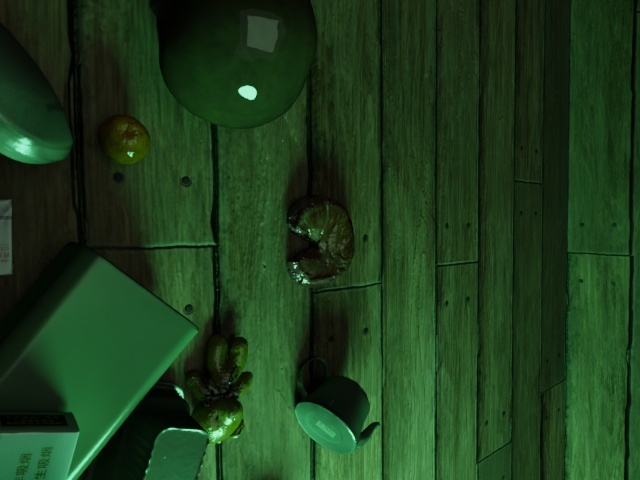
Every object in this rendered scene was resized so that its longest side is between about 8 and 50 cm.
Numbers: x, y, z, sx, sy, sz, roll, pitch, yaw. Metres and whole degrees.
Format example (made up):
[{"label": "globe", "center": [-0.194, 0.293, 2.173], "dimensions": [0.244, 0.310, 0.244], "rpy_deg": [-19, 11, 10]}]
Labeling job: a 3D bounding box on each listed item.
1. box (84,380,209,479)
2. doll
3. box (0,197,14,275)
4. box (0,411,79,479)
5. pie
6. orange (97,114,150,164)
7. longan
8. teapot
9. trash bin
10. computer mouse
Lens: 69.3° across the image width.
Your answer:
[{"label": "box", "center": [-0.288, 0.387, 0.772], "dimensions": [0.138, 0.178, 0.273], "rpy_deg": [22, 78, -40]}, {"label": "doll", "center": [-0.191, 0.293, 0.910], "dimensions": [0.137, 0.097, 0.209], "rpy_deg": [10, 80, -35]}, {"label": "box", "center": [-0.483, -0.005, 0.681], "dimensions": [0.051, 0.036, 0.116], "rpy_deg": [-3, 94, -40]}, {"label": "box", "center": [-0.433, 0.282, 0.536], "dimensions": [0.243, 0.067, 0.155], "rpy_deg": [18, 83, -36]}, {"label": "pie", "center": [0.000, 0.000, 1.089], "dimensions": [0.205, 0.054, 0.218], "rpy_deg": [-21, 105, -38]}, {"label": "orange", "center": [-0.332, -0.170, 0.785], "dimensions": [0.084, 0.070, 0.083], "rpy_deg": [9, 73, -31]}, {"label": "longan", "center": [-0.147, -0.348, 0.799], "dimensions": [0.298, 0.298, 0.296], "rpy_deg": [-2, 93, -41]}, {"label": "teapot", "center": [0.041, 0.379, 1.087], "dimensions": [0.239, 0.162, 0.149], "rpy_deg": [46, 49, 1]}, {"label": "trash bin", "center": [-0.389, 0.202, 0.696], "dimensions": [0.223, 0.158, 0.343], "rpy_deg": [46, 68, -31]}, {"label": "computer mouse", "center": [-0.447, -0.250, 0.607], "dimensions": [0.095, 0.197, 0.330], "rpy_deg": [-31, 114, -4]}]
